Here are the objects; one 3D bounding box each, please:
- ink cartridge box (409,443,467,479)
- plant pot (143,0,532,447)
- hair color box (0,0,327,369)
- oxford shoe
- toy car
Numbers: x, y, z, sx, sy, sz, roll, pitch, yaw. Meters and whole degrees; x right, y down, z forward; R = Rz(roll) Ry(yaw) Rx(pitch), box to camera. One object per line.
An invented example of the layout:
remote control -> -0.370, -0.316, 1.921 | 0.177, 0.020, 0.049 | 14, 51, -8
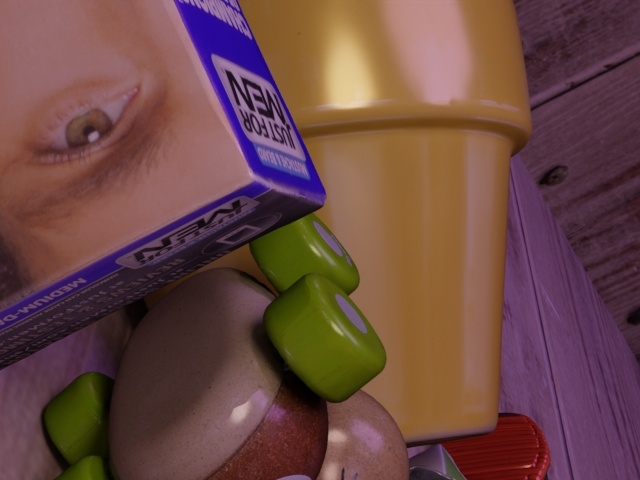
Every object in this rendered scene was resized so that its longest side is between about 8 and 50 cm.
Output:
ink cartridge box -> 0.041, 0.215, 0.890 | 0.062, 0.109, 0.209 | 55, 16, -26
plant pot -> 0.000, 0.000, 0.905 | 0.254, 0.254, 0.239 | 18, 62, -70
hair color box -> -0.156, -0.128, 0.654 | 0.339, 0.185, 0.110 | 65, 12, 8
oxford shoe -> 0.137, 0.229, 1.285 | 0.271, 0.097, 0.098 | -75, 156, -63
toy car -> -0.006, 0.109, 0.741 | 0.188, 0.155, 0.149 | 46, 11, -23
